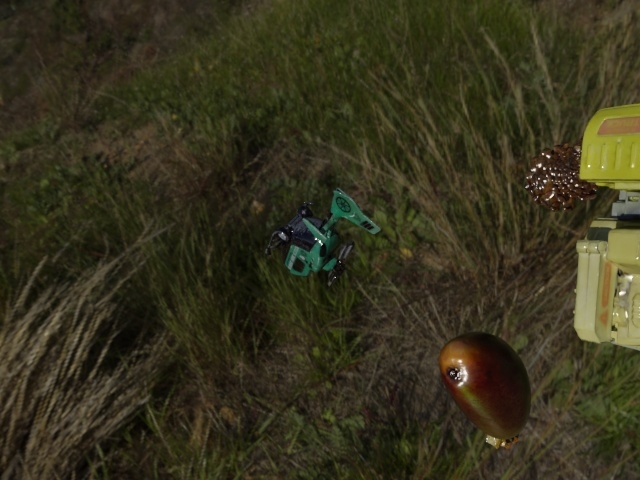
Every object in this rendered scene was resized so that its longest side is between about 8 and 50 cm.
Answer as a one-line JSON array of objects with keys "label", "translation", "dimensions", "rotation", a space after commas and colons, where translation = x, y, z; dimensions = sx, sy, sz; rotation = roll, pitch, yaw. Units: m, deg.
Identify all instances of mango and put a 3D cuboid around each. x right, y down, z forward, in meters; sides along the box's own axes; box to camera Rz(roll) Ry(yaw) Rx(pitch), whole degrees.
[{"label": "mango", "translation": [0.266, 0.224, 0.898], "dimensions": [0.111, 0.267, 0.133], "rotation": [-14, 47, 29]}]

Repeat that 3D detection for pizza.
[{"label": "pizza", "translation": [0.428, 0.402, 1.294], "dimensions": [0.046, 0.134, 0.175], "rotation": [17, 57, 36]}]

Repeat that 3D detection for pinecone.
[{"label": "pinecone", "translation": [0.568, -0.168, 1.178], "dimensions": [0.109, 0.102, 0.102], "rotation": [8, 50, 12]}, {"label": "pinecone", "translation": [0.619, -0.158, 1.482], "dimensions": [0.195, 0.150, 0.179], "rotation": [-2, 68, 54]}]

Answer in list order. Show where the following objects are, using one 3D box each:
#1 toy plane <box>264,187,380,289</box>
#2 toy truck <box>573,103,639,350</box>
[{"label": "toy plane", "translation": [0.000, 0.000, 1.085], "dimensions": [0.155, 0.382, 0.106], "rotation": [42, 63, 6]}, {"label": "toy truck", "translation": [0.342, -0.013, 0.621], "dimensions": [0.157, 0.272, 0.124], "rotation": [2, 5, -33]}]
